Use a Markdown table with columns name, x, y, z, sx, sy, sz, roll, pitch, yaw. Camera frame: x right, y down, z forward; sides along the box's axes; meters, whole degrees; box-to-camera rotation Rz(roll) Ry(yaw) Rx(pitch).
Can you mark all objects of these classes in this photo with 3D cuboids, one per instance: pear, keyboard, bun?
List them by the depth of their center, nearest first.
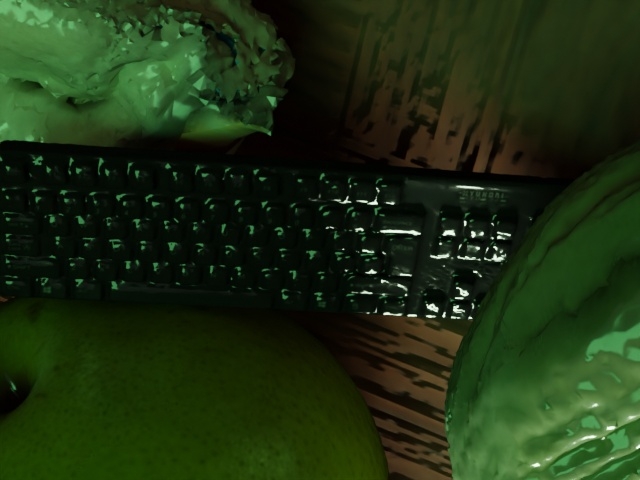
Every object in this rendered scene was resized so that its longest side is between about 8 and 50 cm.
| name | x | y | z | sx | sy | sz | roll | pitch | yaw |
| --- | --- | --- | --- | --- | --- | --- | --- | --- | --- |
| bun | 0.143 | 0.049 | 0.507 | 0.221 | 0.108 | 0.221 | 6 | 123 | 10 |
| keyboard | 0.000 | 0.000 | 0.550 | 0.204 | 0.013 | 0.061 | 4 | 131 | -6 |
| pear | -0.051 | 0.111 | 0.621 | 0.180 | 0.166 | 0.216 | -24 | 134 | 22 |

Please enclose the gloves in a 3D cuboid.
| name | x | y | z | sx | sy | sz | roll | pitch | yaw |
| --- | --- | --- | --- | --- | --- | --- | --- | --- | --- |
| gloves | -0.091 | -0.060 | 0.561 | 0.153 | 0.070 | 0.114 | 26 | 127 | -14 |
